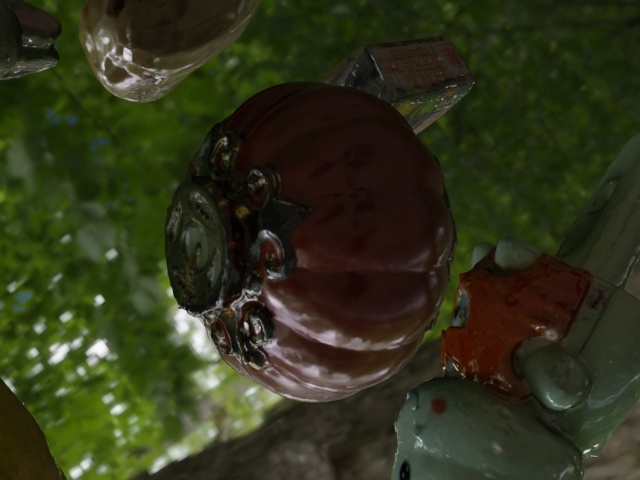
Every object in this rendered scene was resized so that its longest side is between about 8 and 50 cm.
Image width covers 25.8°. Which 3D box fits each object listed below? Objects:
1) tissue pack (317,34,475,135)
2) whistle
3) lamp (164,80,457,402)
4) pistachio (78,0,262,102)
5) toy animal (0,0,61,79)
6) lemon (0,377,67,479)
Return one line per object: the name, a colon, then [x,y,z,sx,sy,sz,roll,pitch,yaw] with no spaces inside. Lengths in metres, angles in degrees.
tissue pack: [0.047,-0.113,1.137,0.060,0.108,0.148,58,-147,8]
whistle: [0.103,0.056,0.660,0.106,0.102,0.253,37,-100,-36]
lamp: [0.000,0.000,0.988,0.227,0.227,0.227,31,-139,-32]
pistachio: [-0.119,-0.206,1.214,0.129,0.131,0.206,28,-125,25]
toy animal: [-0.272,-0.150,0.951,0.251,0.127,0.125,4,-132,-39]
lemon: [-0.331,0.195,1.052,0.316,0.285,0.285,23,-146,10]
